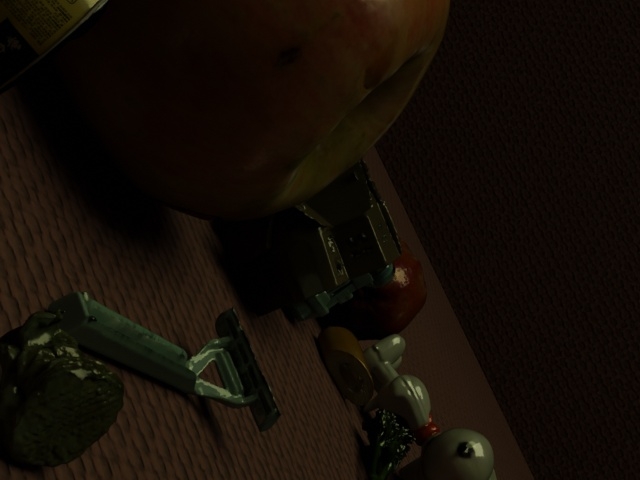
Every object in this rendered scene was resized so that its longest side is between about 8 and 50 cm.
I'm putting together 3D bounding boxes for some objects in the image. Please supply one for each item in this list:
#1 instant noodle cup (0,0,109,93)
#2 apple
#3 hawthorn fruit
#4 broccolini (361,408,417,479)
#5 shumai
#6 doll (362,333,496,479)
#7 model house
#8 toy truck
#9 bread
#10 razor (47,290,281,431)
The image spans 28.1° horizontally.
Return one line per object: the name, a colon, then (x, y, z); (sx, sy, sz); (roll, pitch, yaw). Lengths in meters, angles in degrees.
instant noodle cup: (-0.237, -0.195, 0.961); (0.122, 0.151, 0.151); (52, 12, -19)
apple: (-0.074, -0.220, 1.202); (0.346, 0.391, 0.391); (49, 7, 12)
hawthorn fruit: (0.063, 0.064, 1.767); (0.157, 0.157, 0.194); (63, 14, 6)
broccolini: (0.063, 0.275, 1.551); (0.074, 0.058, 0.201); (47, 26, -2)
shumai: (-0.172, 0.087, 0.775); (0.080, 0.083, 0.082); (33, -40, 34)
doll: (0.152, 0.269, 1.717); (0.271, 0.144, 0.208); (46, -26, 42)
model house: (-0.037, -0.058, 1.461); (0.176, 0.181, 0.248); (-23, 90, -80)
toy truck: (0.000, 0.000, 1.678); (0.108, 0.140, 0.256); (56, 7, -31)
bread: (0.034, 0.158, 1.654); (0.062, 0.049, 0.103); (52, 12, -45)
razor: (-0.129, 0.089, 1.018); (0.278, 0.056, 0.111); (29, 32, -60)
